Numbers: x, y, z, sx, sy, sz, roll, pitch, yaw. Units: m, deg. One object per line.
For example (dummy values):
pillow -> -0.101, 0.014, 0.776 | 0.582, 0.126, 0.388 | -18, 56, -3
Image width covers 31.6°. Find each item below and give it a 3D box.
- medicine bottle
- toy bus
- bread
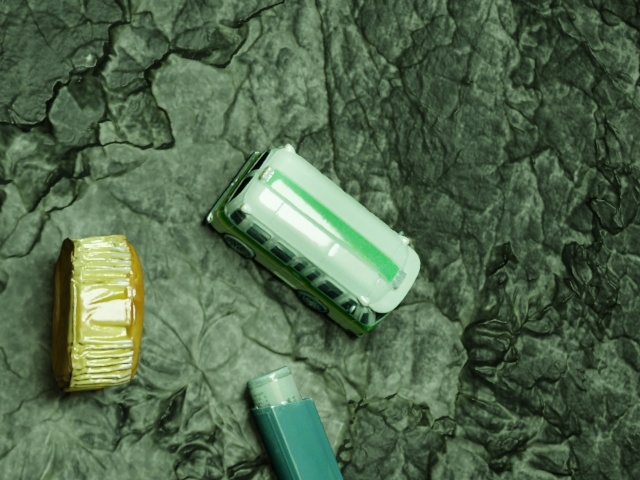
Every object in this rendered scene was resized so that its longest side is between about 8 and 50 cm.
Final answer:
medicine bottle -> -0.038, 0.300, 1.484 | 0.124, 0.079, 0.258 | -18, 87, -21
toy bus -> 0.000, 0.000, 1.501 | 0.276, 0.164, 0.134 | 37, 72, -10
bread -> -0.273, 0.089, 1.407 | 0.114, 0.132, 0.191 | -2, 84, -22
